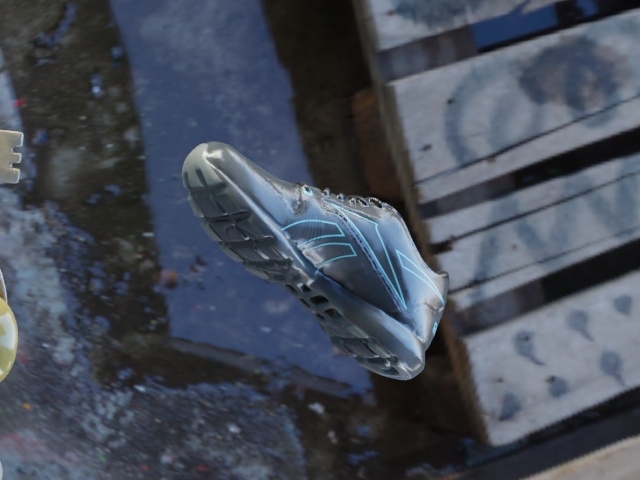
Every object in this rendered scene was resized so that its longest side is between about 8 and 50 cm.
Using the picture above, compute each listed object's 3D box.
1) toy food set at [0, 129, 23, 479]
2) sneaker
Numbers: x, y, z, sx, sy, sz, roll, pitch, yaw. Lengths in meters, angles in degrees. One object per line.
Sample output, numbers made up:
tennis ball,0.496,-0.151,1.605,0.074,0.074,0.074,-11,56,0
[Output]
toy food set,-0.220,0.035,0.753,0.132,0.038,0.192,5,95,5
sneaker,0.000,0.000,1.187,0.267,0.101,0.106,43,70,-23
